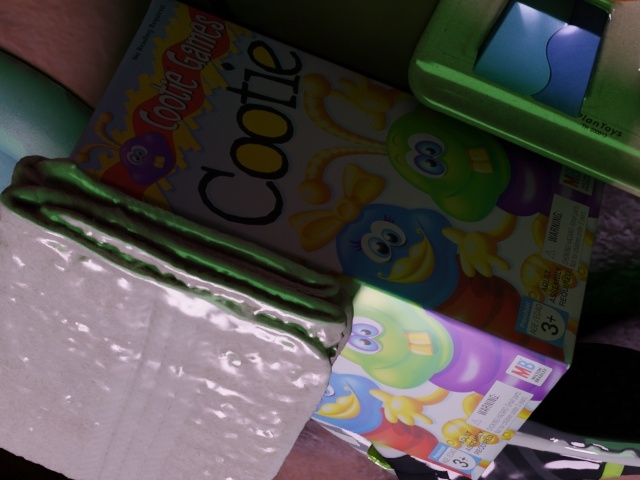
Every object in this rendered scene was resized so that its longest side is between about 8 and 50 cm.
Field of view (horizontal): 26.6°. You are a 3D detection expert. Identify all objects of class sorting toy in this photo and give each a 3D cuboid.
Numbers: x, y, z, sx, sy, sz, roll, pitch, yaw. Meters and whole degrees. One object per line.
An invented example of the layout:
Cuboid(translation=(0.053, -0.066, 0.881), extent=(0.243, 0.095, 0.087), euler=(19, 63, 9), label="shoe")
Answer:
Cuboid(translation=(0.215, -0.086, 0.659), extent=(0.307, 0.041, 0.229), euler=(23, 142, -3), label="sorting toy")

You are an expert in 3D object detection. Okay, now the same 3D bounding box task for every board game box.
Cuboid(translation=(0.000, 0.000, 0.771), extent=(0.275, 0.144, 0.142), euler=(21, 142, -3), label="board game box")

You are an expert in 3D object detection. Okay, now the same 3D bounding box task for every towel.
Cuboid(translation=(-0.097, 0.070, 0.743), extent=(0.187, 0.049, 0.282), euler=(24, 143, -3), label="towel")

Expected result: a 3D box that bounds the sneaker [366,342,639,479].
Cuboid(translation=(0.135, 0.125, 0.864), extent=(0.234, 0.084, 0.097), euler=(1, 129, 30), label="sneaker")

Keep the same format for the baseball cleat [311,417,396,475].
Cuboid(translation=(0.009, 0.103, 0.966), extent=(0.206, 0.072, 0.109), euler=(44, 152, -25), label="baseball cleat")

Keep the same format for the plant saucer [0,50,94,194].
Cuboid(translation=(-0.258, -0.020, 0.941), extent=(0.317, 0.044, 0.318), euler=(11, 140, 10), label="plant saucer")
